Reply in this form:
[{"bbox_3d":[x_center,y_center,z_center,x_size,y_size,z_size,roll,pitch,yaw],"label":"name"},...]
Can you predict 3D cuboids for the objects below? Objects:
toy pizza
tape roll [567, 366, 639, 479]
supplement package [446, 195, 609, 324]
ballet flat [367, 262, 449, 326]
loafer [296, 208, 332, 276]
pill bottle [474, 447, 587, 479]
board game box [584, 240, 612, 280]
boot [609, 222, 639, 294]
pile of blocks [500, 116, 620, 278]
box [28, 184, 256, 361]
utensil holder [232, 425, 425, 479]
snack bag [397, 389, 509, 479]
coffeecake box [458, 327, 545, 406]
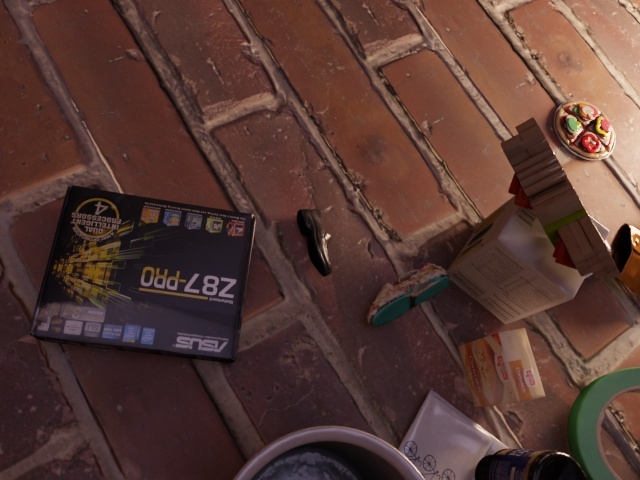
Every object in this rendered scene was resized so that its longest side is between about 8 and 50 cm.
[{"bbox_3d":[0.772,-0.326,1.580,0.201,0.032,0.201,4,70,-12],"label":"toy pizza"},{"bbox_3d":[0.725,0.448,1.207,0.321,0.077,0.321,-2,69,6],"label":"tape roll"},{"bbox_3d":[0.460,0.033,1.248,0.198,0.263,0.199,39,66,3],"label":"supplement package"},{"bbox_3d":[0.192,0.122,1.264,0.241,0.091,0.077,-23,47,-24],"label":"ballet flat"},{"bbox_3d":[0.000,0.000,1.264,0.061,0.062,0.170,-13,75,-22],"label":"loafer"},{"bbox_3d":[0.399,0.472,1.063,0.122,0.219,0.123,5,70,-15],"label":"pill bottle"},{"bbox_3d":[0.662,0.038,1.419,0.201,0.035,0.136,-25,78,-21],"label":"board game box"},{"bbox_3d":[0.857,-0.002,1.416,0.211,0.104,0.295,30,72,-24],"label":"boot"},{"bbox_3d":[0.460,-0.073,1.102,0.112,0.149,0.362,-28,62,23],"label":"pile of blocks"},{"bbox_3d":[-0.351,0.072,1.134,0.394,0.097,0.318,10,71,-10],"label":"box"},{"bbox_3d":[-0.005,0.486,0.890,0.327,0.385,0.328,2,68,-5],"label":"utensil holder"},{"bbox_3d":[0.294,0.546,1.146,0.342,0.037,0.323,36,66,1],"label":"snack bag"},{"bbox_3d":[0.387,0.280,1.183,0.068,0.185,0.142,-6,72,-15],"label":"coffeecake box"}]
